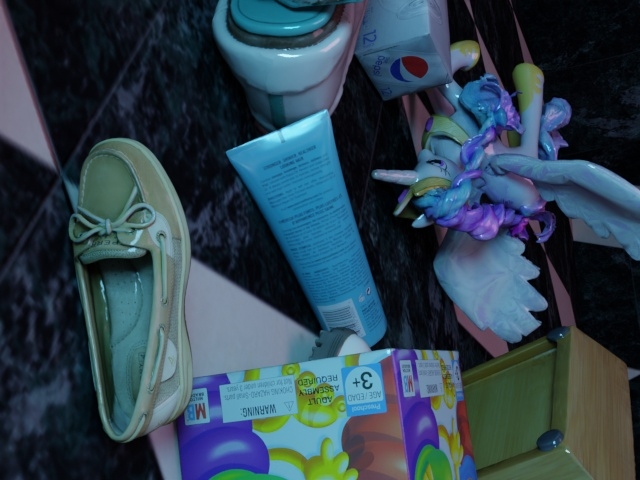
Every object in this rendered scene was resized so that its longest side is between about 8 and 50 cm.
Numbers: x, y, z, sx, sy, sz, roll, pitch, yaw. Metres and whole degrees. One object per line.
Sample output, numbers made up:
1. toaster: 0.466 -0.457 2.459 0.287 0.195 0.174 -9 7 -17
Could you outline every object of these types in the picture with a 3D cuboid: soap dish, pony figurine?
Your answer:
1. soap dish: 0.190 0.212 0.879 0.118 0.229 0.291 57 25 -9
2. pony figurine: 0.228 -0.074 1.106 0.351 0.303 0.363 35 42 -16

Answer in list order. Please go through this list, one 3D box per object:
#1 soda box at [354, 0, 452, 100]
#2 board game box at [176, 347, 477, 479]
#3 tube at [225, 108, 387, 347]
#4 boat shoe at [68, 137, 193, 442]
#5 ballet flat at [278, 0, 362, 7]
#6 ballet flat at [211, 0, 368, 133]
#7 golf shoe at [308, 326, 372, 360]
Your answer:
1. soda box: 0.096 -0.316 1.061 0.098 0.091 0.286 47 37 -53
2. board game box: 0.019 0.211 0.531 0.142 0.144 0.275 17 63 -66
3. tube: 0.000 0.000 0.699 0.052 0.080 0.207 52 -13 55
4. boat shoe: -0.099 0.023 0.450 0.048 0.056 0.152 -10 97 -74
5. ballet flat: -0.027 -0.338 0.674 0.147 0.147 0.408 56 20 -45
6. ballet flat: -0.002 -0.241 0.761 0.139 0.139 0.400 60 32 -41
7. golf shoe: 0.063 0.195 0.690 0.105 0.120 0.272 -12 90 -67
